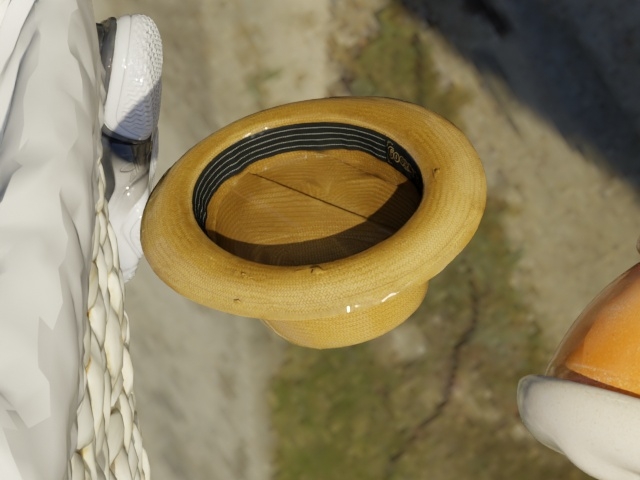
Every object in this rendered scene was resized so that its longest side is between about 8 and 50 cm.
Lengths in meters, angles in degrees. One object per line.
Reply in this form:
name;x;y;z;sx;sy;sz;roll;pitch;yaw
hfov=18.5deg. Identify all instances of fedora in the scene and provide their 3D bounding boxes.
fedora;0.000;0.000;1.048;0.194;0.194;0.079;37;151;46

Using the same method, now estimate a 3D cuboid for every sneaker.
sneaker;-0.205;-0.075;1.536;0.268;0.153;0.101;99;177;-47

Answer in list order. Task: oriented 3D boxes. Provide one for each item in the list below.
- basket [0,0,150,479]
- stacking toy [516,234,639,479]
basket;-0.205;0.101;0.502;0.331;0.328;0.266;-99;3;-62
stacking toy;0.363;-0.027;1.355;0.350;0.480;0.350;19;174;2
